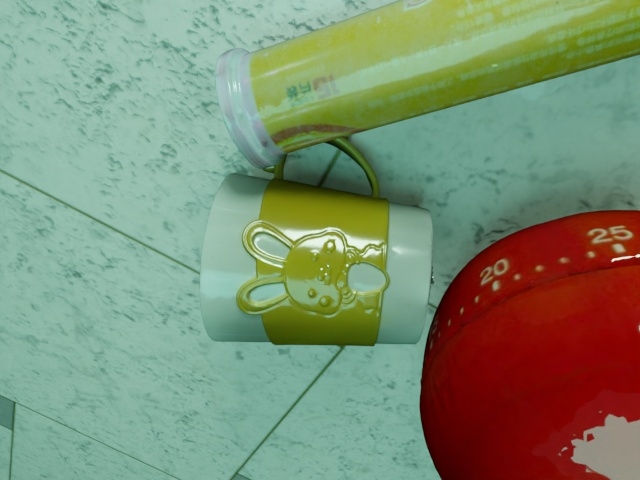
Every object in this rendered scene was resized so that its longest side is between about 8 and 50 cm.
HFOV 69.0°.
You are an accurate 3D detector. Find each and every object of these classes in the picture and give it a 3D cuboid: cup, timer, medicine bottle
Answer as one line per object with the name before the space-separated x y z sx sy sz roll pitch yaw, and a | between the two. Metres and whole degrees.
cup | 0.000 0.000 0.499 0.226 0.185 0.241 7 95 5
timer | 0.289 0.160 0.451 0.378 0.279 0.377 6 125 9
medicine bottle | 0.130 -0.156 0.358 0.426 0.108 0.108 -11 121 19
